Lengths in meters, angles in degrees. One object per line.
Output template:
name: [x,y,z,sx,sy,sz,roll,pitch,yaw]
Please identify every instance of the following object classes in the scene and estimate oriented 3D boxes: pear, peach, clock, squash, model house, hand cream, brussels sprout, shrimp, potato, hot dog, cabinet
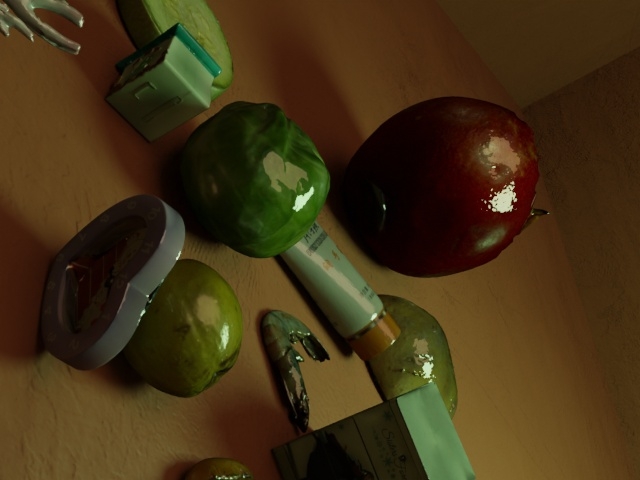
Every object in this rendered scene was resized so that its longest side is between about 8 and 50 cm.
pear: [-0.162,0.100,1.096,0.162,0.148,0.149,63,24,9]
peach: [0.216,-0.098,1.814,0.310,0.406,0.335,-7,81,-33]
clock: [-0.227,0.045,1.014,0.064,0.172,0.198,42,70,-39]
squash: [-0.228,-0.349,1.533,0.252,0.048,0.252,45,29,-33]
model house: [-0.220,-0.238,1.345,0.100,0.127,0.149,47,32,-30]
hand cream: [0.009,0.054,1.563,0.314,0.089,0.140,49,31,-8]
brussels sprout: [-0.097,-0.093,1.360,0.244,0.244,0.244,44,30,-35]
shrimp: [-0.024,0.195,1.409,0.148,0.035,0.195,21,46,-59]
potato: [0.183,0.216,1.704,0.299,0.116,0.239,65,20,1]
hot dog: [-0.114,0.295,1.095,0.140,0.060,0.090,22,42,-50]
cabinet: [0.070,0.304,1.267,0.150,0.206,0.145,-4,69,-63]

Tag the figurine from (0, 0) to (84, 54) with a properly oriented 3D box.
figurine: [-0.426,-0.209,0.871,0.284,0.206,0.316,51,33,-11]
